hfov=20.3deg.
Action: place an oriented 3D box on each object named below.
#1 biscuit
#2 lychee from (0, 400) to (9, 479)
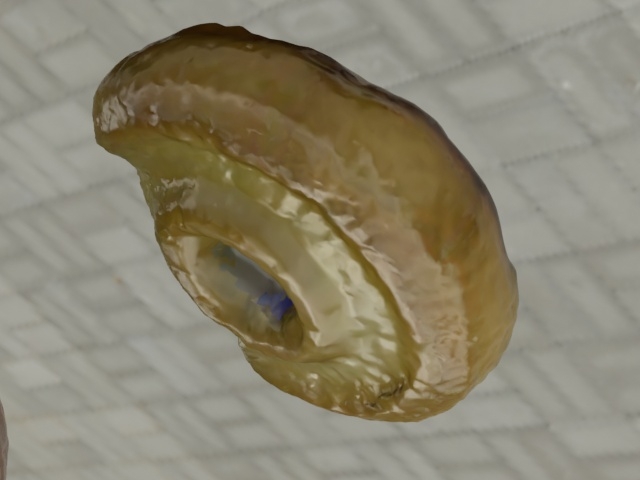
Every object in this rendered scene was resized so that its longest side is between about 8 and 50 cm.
[{"bbox_3d":[-0.001,0.001,0.990,0.213,0.091,0.274,-2,130,47],"label":"biscuit"},{"bbox_3d":[-0.308,0.128,1.037,0.300,0.255,0.255,56,163,34],"label":"lychee"}]
